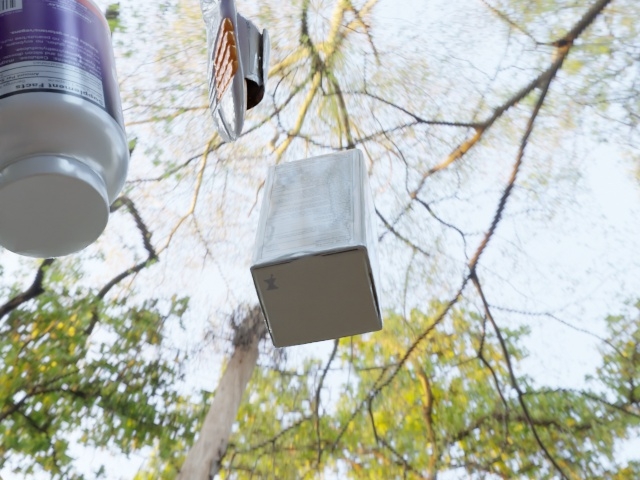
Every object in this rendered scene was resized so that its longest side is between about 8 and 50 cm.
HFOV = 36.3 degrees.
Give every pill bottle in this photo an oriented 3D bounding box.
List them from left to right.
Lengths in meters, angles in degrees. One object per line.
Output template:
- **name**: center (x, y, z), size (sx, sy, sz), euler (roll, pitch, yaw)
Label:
- **pill bottle**: center (-0.312, -0.139, 1.087), size (0.182, 0.323, 0.181), euler (-10, -40, -9)

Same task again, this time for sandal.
- **sandal**: center (-0.100, -0.256, 1.240), size (0.076, 0.102, 0.265), euler (-1, -104, -25)

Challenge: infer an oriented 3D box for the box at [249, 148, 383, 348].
- **box**: center (0.000, 0.000, 1.284), size (0.148, 0.311, 0.121), euler (-10, -64, 8)

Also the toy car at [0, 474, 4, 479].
- **toy car**: center (-0.233, 0.177, 0.463), size (0.136, 0.182, 0.159), euler (-37, -86, 32)
